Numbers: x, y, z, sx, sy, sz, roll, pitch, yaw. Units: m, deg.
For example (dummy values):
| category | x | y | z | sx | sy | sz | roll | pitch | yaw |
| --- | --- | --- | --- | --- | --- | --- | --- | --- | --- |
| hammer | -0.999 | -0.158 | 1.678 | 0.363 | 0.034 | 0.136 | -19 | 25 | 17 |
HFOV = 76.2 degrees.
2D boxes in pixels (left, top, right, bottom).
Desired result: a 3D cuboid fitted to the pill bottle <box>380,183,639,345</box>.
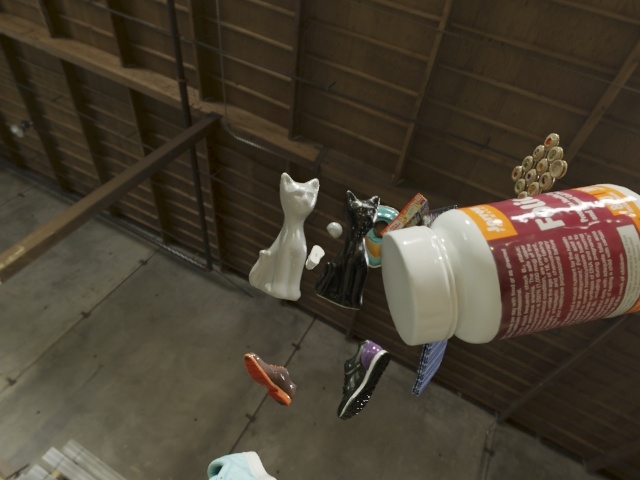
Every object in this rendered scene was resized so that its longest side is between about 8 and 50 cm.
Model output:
| category | x | y | z | sx | sy | sz | roll | pitch | yaw |
| --- | --- | --- | --- | --- | --- | --- | --- | --- | --- |
| pill bottle | 0.314 | 0.044 | 0.683 | 0.391 | 0.224 | 0.224 | -10 | -48 | -5 |

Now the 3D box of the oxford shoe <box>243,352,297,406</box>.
| category | x | y | z | sx | sy | sz | roll | pitch | yaw |
| --- | --- | --- | --- | --- | --- | --- | --- | --- | --- |
| oxford shoe | -0.189 | 0.507 | 1.548 | 0.096 | 0.098 | 0.271 | -11 | -59 | 44 |

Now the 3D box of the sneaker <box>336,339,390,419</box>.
| category | x | y | z | sx | sy | sz | roll | pitch | yaw |
| --- | --- | --- | --- | --- | --- | --- | --- | --- | --- |
| sneaker | 0.128 | 0.490 | 1.449 | 0.124 | 0.283 | 0.107 | 29 | -5 | 42 |

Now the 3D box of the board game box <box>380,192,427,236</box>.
| category | x | y | z | sx | sy | sz | roll | pitch | yaw |
| --- | --- | --- | --- | --- | --- | --- | --- | --- | --- |
| board game box | 0.309 | -0.067 | 1.476 | 0.045 | 0.193 | 0.146 | 44 | 4 | 19 |

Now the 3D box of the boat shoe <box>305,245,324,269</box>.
| category | x | y | z | sx | sy | sz | roll | pitch | yaw |
| --- | --- | --- | --- | --- | --- | --- | --- | --- | --- |
| boat shoe | -0.030 | 0.086 | 1.970 | 0.066 | 0.184 | 0.063 | 38 | -65 | -11 |

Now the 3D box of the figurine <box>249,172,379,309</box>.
| category | x | y | z | sx | sy | sz | roll | pitch | yaw |
| --- | --- | --- | --- | --- | --- | --- | --- | --- | --- |
| figurine | 0.000 | 0.000 | 0.721 | 0.214 | 0.210 | 0.092 | 13 | 3 | -29 |

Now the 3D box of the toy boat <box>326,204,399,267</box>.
| category | x | y | z | sx | sy | sz | roll | pitch | yaw |
| --- | --- | --- | --- | --- | --- | --- | --- | --- | --- |
| toy boat | 0.185 | -0.024 | 1.730 | 0.317 | 0.148 | 0.268 | 8 | -88 | 4 |

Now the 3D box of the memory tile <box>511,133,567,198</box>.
| category | x | y | z | sx | sy | sz | roll | pitch | yaw |
| --- | --- | --- | --- | --- | --- | --- | --- | --- | --- |
| memory tile | 0.466 | -0.147 | 0.880 | 0.012 | 0.113 | 0.148 | 10 | -30 | -9 |

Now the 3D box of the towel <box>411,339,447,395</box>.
| category | x | y | z | sx | sy | sz | roll | pitch | yaw |
| --- | --- | --- | --- | --- | --- | --- | --- | --- | --- |
| towel | 0.417 | 0.373 | 1.486 | 0.040 | 0.243 | 0.336 | 21 | -63 | 31 |

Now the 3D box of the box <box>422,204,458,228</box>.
| category | x | y | z | sx | sy | sz | roll | pitch | yaw |
| --- | --- | --- | --- | --- | --- | --- | --- | --- | --- |
| box | 0.481 | 0.019 | 1.564 | 0.142 | 0.248 | 0.163 | -10 | -31 | 33 |

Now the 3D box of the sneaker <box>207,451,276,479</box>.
| category | x | y | z | sx | sy | sz | roll | pitch | yaw |
| --- | --- | --- | --- | --- | --- | --- | --- | --- | --- |
| sneaker | -0.192 | 0.612 | 0.956 | 0.150 | 0.135 | 0.366 | 3 | -11 | -22 |
